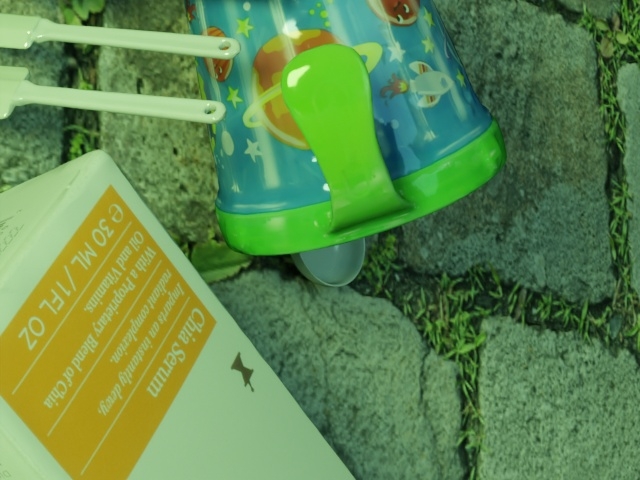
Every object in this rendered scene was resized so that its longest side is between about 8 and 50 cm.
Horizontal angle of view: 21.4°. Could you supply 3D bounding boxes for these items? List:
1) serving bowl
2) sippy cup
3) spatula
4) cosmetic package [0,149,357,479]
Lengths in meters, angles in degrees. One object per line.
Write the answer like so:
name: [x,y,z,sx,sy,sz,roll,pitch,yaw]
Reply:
serving bowl: [0.000,0.000,1.432,0.083,0.027,0.083,13,71,-42]
sippy cup: [0.002,-0.134,1.301,0.240,0.305,0.224,-27,106,-32]
spatula: [-0.155,-0.147,1.178,0.019,0.242,0.168,70,34,-48]
cosmetic package: [-0.113,0.194,1.147,0.453,0.161,0.230,54,36,-22]
